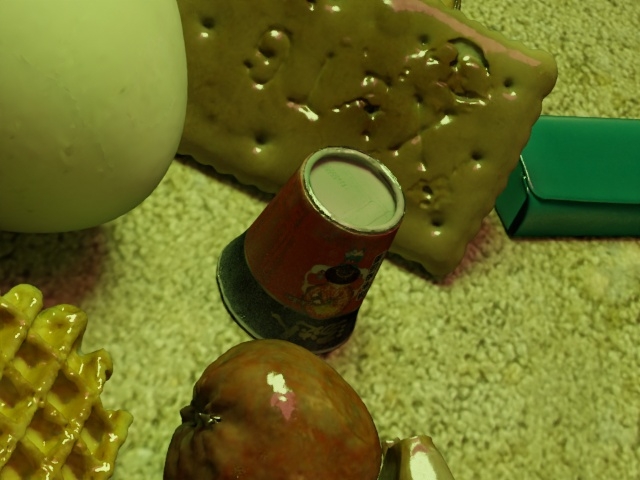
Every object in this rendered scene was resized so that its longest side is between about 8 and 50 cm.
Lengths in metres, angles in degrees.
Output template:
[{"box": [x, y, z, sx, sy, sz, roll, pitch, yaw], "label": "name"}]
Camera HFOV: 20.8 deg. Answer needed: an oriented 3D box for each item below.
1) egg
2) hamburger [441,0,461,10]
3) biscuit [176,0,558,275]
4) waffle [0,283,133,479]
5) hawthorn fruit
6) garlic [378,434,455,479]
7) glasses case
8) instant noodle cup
[{"box": [-0.246, -0.154, 1.248, 0.345, 0.283, 0.283, 40, 40, -15], "label": "egg"}, {"box": [0.022, -0.287, 1.554, 0.259, 0.283, 0.144, 9, 8, -37], "label": "hamburger"}, {"box": [0.017, -0.124, 1.448, 0.325, 0.217, 0.044, 27, 6, -9], "label": "biscuit"}, {"box": [-0.205, 0.112, 1.149, 0.160, 0.055, 0.211, 50, 36, -23], "label": "waffle"}, {"box": [-0.026, 0.159, 1.212, 0.189, 0.149, 0.149, 51, 37, -23], "label": "hawthorn fruit"}, {"box": [0.074, 0.208, 1.256, 0.066, 0.084, 0.152, -12, 52, -10], "label": "garlic"}, {"box": [0.291, -0.065, 1.653, 0.301, 0.070, 0.117, 0, 52, -33], "label": "glasses case"}, {"box": [0.000, 0.002, 1.359, 0.127, 0.135, 0.127, 16, 46, -18], "label": "instant noodle cup"}]
